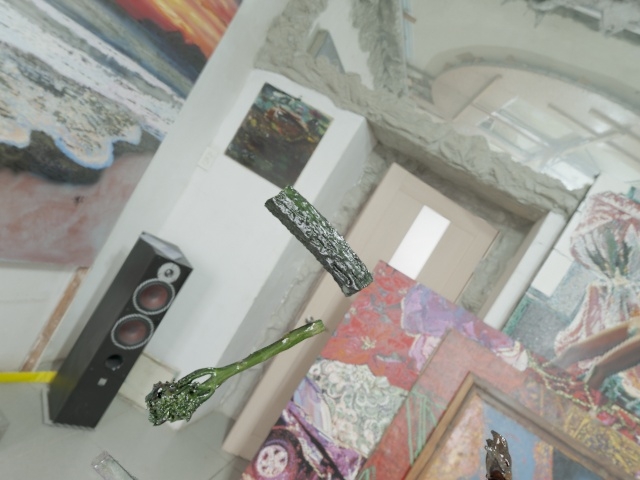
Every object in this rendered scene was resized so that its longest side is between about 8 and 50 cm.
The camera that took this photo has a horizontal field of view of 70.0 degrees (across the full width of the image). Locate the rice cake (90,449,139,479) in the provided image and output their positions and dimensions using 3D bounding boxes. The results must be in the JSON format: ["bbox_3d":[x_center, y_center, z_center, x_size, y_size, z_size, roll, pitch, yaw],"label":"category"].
[{"bbox_3d":[-0.399,0.514,0.946,0.036,0.047,0.206,10,-46,53],"label":"rice cake"}]

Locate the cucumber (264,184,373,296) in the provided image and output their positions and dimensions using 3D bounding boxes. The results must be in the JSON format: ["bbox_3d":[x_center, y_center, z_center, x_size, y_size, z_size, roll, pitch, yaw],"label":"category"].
[{"bbox_3d":[0.000,0.000,0.657,0.187,0.058,0.058,47,3,1],"label":"cucumber"}]

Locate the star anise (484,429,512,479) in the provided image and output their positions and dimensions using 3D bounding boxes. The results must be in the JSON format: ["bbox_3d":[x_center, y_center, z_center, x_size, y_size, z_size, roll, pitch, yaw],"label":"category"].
[{"bbox_3d":[0.256,0.348,0.663,0.042,0.141,0.141,0,-10,22],"label":"star anise"}]

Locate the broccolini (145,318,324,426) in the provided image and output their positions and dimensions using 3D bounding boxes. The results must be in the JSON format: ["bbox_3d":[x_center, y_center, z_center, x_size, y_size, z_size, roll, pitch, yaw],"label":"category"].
[{"bbox_3d":[-0.107,0.159,0.604,0.071,0.254,0.057,54,-22,21],"label":"broccolini"}]
